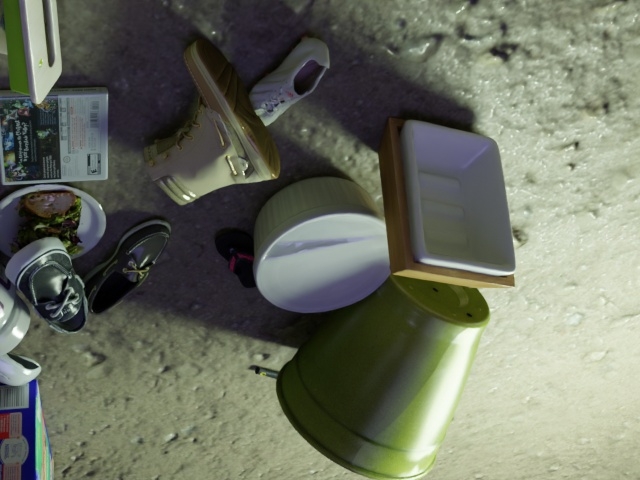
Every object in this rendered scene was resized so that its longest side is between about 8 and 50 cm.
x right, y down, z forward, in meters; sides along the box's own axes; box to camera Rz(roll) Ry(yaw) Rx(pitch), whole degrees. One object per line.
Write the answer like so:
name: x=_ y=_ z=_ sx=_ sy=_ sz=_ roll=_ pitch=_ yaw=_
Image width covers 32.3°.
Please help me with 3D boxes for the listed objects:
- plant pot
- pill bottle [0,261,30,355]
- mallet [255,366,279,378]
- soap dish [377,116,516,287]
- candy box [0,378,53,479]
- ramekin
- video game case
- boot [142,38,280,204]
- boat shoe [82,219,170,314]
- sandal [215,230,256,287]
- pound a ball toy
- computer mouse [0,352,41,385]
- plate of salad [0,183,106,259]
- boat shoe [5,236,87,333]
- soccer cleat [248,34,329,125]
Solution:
plant pot: x=0.150 y=0.222 z=2.190 sx=0.366 sy=0.366 sz=0.353 roll=13 pitch=120 yaw=-30
pill bottle: x=-0.623 y=0.074 z=1.864 sx=0.169 sy=0.169 sz=0.301 roll=-23 pitch=139 yaw=7
mallet: x=-0.052 y=0.300 z=2.421 sx=0.189 sy=0.039 sz=0.062 roll=25 pitch=126 yaw=-34
soap dish: x=0.215 y=-0.057 z=1.930 sx=0.228 sy=0.291 sz=0.118 roll=9 pitch=152 yaw=-28
candy box: x=-0.616 y=0.485 z=2.255 sx=0.122 sy=0.268 sz=0.317 roll=-3 pitch=138 yaw=-11
ramekin: x=0.000 y=0.000 z=2.025 sx=0.272 sy=0.127 sz=0.273 roll=-9 pitch=140 yaw=-8
video game case: x=-0.428 y=-0.166 z=1.773 sx=0.173 sy=0.022 sz=0.190 roll=-4 pitch=139 yaw=-15
boot: x=-0.205 y=-0.181 z=1.773 sx=0.203 sy=0.095 sz=0.262 roll=-16 pitch=127 yaw=20
boat shoe: x=-0.347 y=0.051 z=2.009 sx=0.081 sy=0.069 sz=0.227 roll=26 pitch=125 yaw=-39
sandal: x=-0.144 y=0.043 z=2.090 sx=0.067 sy=0.040 sz=0.179 roll=-21 pitch=140 yaw=5
pound a ball toy: x=-0.462 y=-0.360 z=1.485 sx=0.208 sy=0.136 sz=0.319 roll=13 pitch=137 yaw=5
computer mouse: x=-0.628 y=0.244 z=2.152 sx=0.193 sy=0.042 sz=0.106 roll=27 pitch=122 yaw=-39
plate of salad: x=-0.469 y=-0.019 z=1.905 sx=0.199 sy=0.048 sz=0.200 roll=-10 pitch=140 yaw=-9
boat shoe: x=-0.459 y=0.090 z=1.913 sx=0.108 sy=0.102 sz=0.301 roll=-35 pitch=164 yaw=-17
soccer cleat: x=-0.057 y=-0.242 z=1.769 sx=0.068 sy=0.076 sz=0.196 roll=20 pitch=128 yaw=-35
